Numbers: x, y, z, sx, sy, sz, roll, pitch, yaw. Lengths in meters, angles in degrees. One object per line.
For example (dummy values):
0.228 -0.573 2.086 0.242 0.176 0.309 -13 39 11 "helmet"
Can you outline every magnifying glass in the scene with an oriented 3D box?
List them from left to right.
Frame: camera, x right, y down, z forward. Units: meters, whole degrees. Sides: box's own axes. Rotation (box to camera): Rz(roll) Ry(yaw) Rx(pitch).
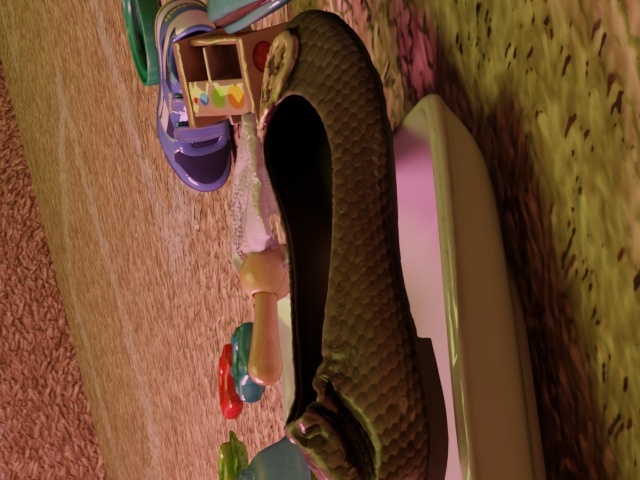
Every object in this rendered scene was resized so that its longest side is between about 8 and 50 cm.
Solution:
-0.162 -0.248 1.287 0.092 0.026 0.231 -143 41 -69 "magnifying glass"

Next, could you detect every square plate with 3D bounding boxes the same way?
0.042 0.146 0.706 0.347 0.049 0.344 130 135 -72 "square plate"

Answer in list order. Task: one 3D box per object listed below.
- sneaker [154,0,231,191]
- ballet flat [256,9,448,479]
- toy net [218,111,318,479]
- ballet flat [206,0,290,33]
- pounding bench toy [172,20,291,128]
-0.090 -0.101 1.072 0.059 0.053 0.144 -141 40 -64 "sneaker"
0.000 0.000 0.622 0.084 0.058 0.250 110 155 -53 "ballet flat"
-0.024 0.047 0.771 0.122 0.045 0.232 -131 41 -72 "toy net"
-0.009 -0.152 0.656 0.087 0.083 0.247 56 163 -12 "ballet flat"
-0.030 -0.100 0.861 0.065 0.083 0.052 2 109 42 "pounding bench toy"
